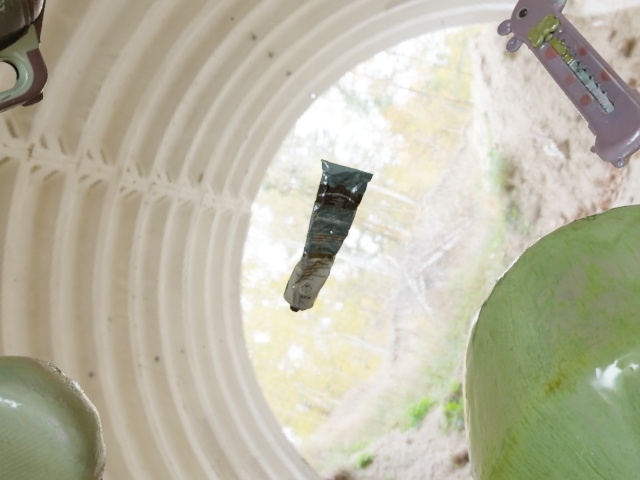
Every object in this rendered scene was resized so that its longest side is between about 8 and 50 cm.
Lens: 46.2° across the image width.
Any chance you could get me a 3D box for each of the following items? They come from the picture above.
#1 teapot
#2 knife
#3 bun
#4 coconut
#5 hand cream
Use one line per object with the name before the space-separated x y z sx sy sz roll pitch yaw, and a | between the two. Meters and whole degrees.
teapot | -0.593 -0.346 1.201 0.312 0.233 0.315 -16 -74 -25
knife | 0.360 -0.254 1.068 0.132 0.038 0.399 -45 40 27
bun | -0.437 0.278 1.100 0.179 0.283 0.283 -79 -1 -64
coconut | 0.249 0.134 0.565 0.281 0.328 0.328 48 -133 -24
hand cream | -0.001 0.000 1.122 0.052 0.075 0.248 49 125 54
